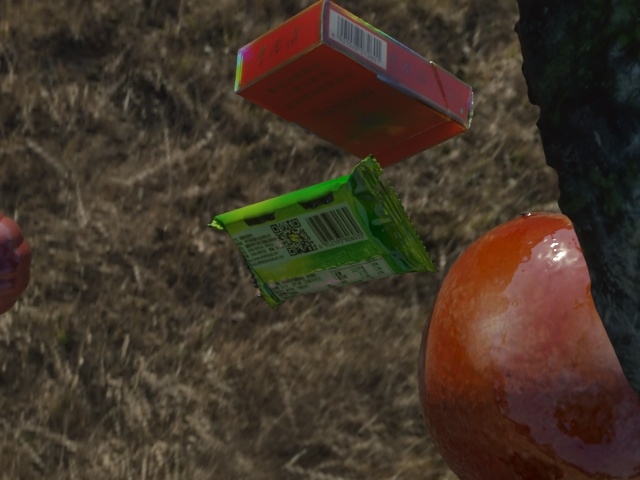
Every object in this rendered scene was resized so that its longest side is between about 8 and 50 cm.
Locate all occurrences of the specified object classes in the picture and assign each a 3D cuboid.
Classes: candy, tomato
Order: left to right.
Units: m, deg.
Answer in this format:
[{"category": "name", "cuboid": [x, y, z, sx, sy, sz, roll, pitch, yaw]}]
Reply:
[{"category": "candy", "cuboid": [0.001, -0.001, 1.058, 0.102, 0.178, 0.032, 53, 48, -21]}, {"category": "tomato", "cuboid": [0.204, 0.115, 1.096, 0.265, 0.265, 0.265, 6, 63, -12]}]

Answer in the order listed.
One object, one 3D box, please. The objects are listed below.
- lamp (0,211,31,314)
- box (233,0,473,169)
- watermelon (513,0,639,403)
[{"category": "lamp", "cuboid": [-0.307, 0.020, 1.208, 0.107, 0.107, 0.092, 24, 16, -2]}, {"category": "box", "cuboid": [0.029, -0.128, 1.153, 0.175, 0.112, 0.048, 26, 55, -37]}, {"category": "watermelon", "cuboid": [0.145, -0.072, 0.429, 0.226, 0.148, 0.318, 41, 35, -46]}]
